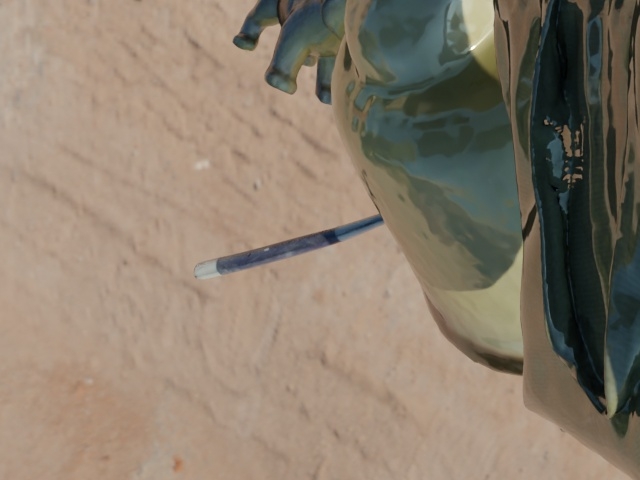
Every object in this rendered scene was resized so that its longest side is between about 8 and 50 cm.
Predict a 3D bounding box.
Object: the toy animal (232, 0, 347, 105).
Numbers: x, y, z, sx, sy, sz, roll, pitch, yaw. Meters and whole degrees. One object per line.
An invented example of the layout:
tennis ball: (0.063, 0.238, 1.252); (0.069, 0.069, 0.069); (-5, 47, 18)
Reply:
toy animal: (0.004, -0.239, 1.339); (0.233, 0.121, 0.169); (35, 109, 57)

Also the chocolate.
chocolate: (0.173, -0.109, 0.843); (0.314, 0.326, 0.297); (9, 136, 42)

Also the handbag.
handbag: (0.145, -0.001, 0.464); (0.109, 0.316, 0.253); (-12, 101, -11)

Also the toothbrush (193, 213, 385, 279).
toothbrush: (0.000, 0.000, 1.110); (0.288, 0.024, 0.026); (-15, 129, 31)
